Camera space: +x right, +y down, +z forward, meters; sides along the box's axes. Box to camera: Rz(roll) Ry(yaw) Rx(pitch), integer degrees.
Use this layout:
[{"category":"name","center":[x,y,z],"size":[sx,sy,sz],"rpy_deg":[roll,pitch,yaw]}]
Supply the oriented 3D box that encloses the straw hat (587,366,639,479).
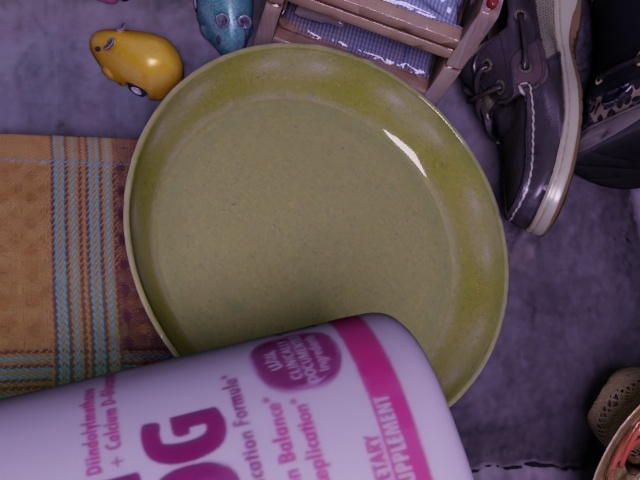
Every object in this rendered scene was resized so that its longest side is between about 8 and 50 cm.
[{"category":"straw hat","center":[0.197,0.108,0.563],"size":[0.145,0.144,0.061],"rpy_deg":[-23,35,-19]}]

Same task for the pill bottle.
[{"category":"pill bottle","center":[-0.086,0.137,0.394],"size":[0.283,0.160,0.160],"rpy_deg":[-13,75,-10]}]

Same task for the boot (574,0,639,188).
[{"category":"boot","center":[0.254,-0.147,0.584],"size":[0.085,0.236,0.178],"rpy_deg":[22,61,-28]}]

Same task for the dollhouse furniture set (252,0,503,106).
[{"category":"dollhouse furniture set","center":[0.049,-0.206,0.603],"size":[0.129,0.129,0.183],"rpy_deg":[18,68,-7]}]

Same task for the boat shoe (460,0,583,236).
[{"category":"boat shoe","center":[0.127,-0.107,0.619],"size":[0.074,0.080,0.223],"rpy_deg":[11,64,-4]}]

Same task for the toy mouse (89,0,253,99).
[{"category":"toy mouse","center":[-0.096,-0.162,0.606],"size":[0.161,0.031,0.143],"rpy_deg":[33,67,-1]}]

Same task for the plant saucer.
[{"category":"plant saucer","center":[0.000,0.000,0.552],"size":[0.241,0.037,0.240],"rpy_deg":[9,68,-23]}]

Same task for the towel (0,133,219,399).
[{"category":"towel","center":[-0.237,0.063,0.494],"size":[0.370,0.040,0.271],"rpy_deg":[1,72,-15]}]
